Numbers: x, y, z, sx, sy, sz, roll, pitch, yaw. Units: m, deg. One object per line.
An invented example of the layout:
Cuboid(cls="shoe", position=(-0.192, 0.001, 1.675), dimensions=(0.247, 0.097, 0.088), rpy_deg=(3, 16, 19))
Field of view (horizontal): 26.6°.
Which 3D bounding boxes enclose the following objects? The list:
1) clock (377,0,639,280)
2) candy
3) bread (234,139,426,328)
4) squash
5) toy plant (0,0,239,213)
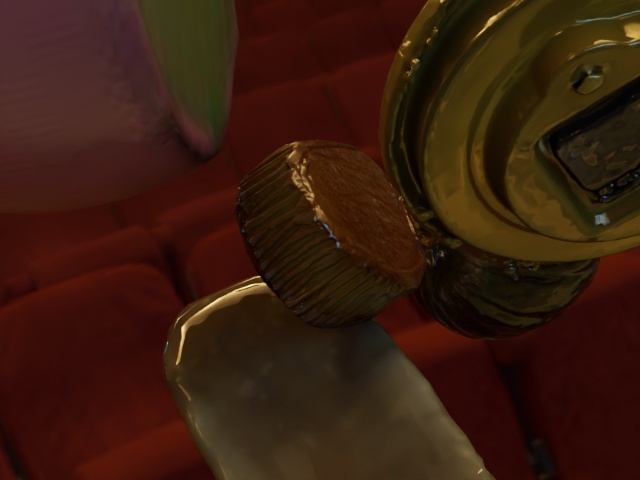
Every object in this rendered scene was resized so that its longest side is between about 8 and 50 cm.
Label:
Cuboid(cls="clock", position=(0.145, -0.062, 0.651), dimensions=(0.237, 0.057, 0.237), rpy_deg=(-10, -42, -9))
Cuboid(cls="candy", position=(0.022, 0.116, 0.581), dimensions=(0.102, 0.234, 0.104), rpy_deg=(-32, -34, -3))
Cuboid(cls="bread", position=(0.000, 0.000, 0.567), dimensions=(0.053, 0.085, 0.085), rpy_deg=(-38, -10, 27))
Cuboid(cls="squash", position=(0.129, -0.023, 1.022), dimensions=(0.193, 0.193, 0.156), rpy_deg=(-21, -1, 40))
Cuboid(cls="toy plant", position=(-0.210, -0.076, 0.512), dimensions=(0.356, 0.210, 0.317), rpy_deg=(-10, -44, 3))
